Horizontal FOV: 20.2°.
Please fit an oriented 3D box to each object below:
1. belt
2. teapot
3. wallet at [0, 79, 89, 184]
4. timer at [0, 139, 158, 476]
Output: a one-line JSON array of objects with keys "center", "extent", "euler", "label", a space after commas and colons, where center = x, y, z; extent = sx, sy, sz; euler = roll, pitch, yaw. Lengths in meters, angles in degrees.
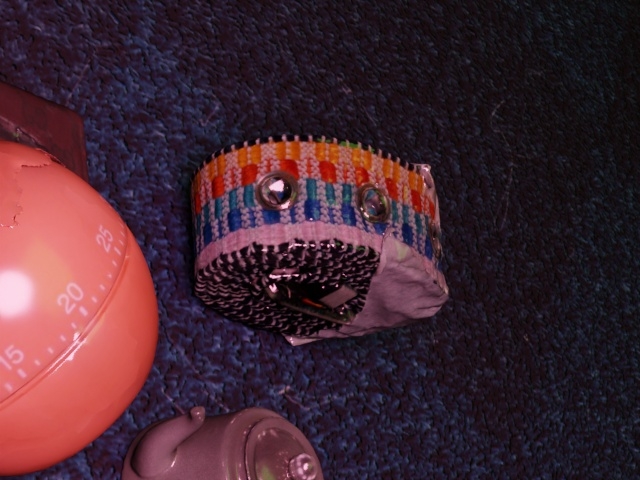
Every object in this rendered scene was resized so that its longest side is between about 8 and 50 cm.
[{"center": [0.000, 0.000, 1.680], "extent": [0.257, 0.207, 0.150], "euler": [19, 58, -39], "label": "belt"}, {"center": [-0.055, 0.214, 1.523], "extent": [0.239, 0.149, 0.162], "euler": [43, 39, -31], "label": "teapot"}, {"center": [-0.274, -0.062, 1.477], "extent": [0.229, 0.049, 0.182], "euler": [22, 51, -49], "label": "wallet"}, {"center": [-0.236, 0.049, 1.294], "extent": [0.215, 0.229, 0.230], "euler": [56, 34, -23], "label": "timer"}]
